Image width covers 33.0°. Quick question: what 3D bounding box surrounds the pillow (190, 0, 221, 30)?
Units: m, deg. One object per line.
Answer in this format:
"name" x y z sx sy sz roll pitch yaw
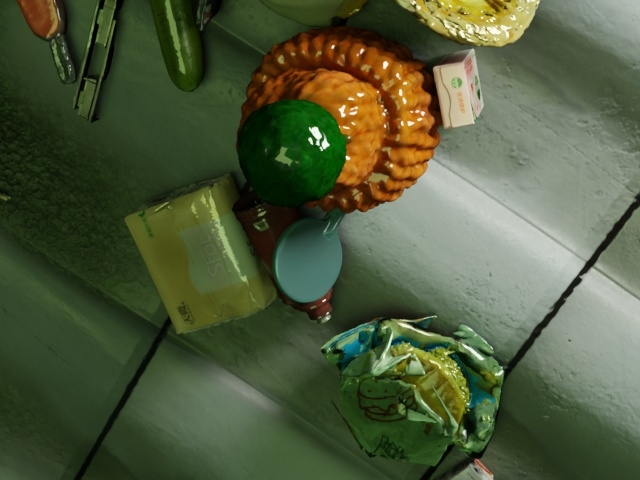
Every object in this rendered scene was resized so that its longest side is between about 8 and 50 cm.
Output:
"pillow" -0.161 -0.385 1.567 0.048 0.090 0.150 12 109 12

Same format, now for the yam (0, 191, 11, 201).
"yam" -0.571 -0.091 1.822 0.107 0.014 0.014 26 113 6

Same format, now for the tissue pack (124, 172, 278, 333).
"tissue pack" -0.184 0.024 1.712 0.186 0.090 0.222 -16 103 22

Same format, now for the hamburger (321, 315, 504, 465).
"hamburger" 0.143 0.246 1.666 0.276 0.150 0.261 -2 109 16

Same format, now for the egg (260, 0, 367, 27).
"egg" -0.031 -0.433 1.469 0.264 0.174 0.286 23 116 11

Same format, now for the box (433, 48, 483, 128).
"box" 0.193 -0.213 1.506 0.043 0.125 0.089 -8 107 17

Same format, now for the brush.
"brush" -0.442 -0.395 1.666 0.070 0.051 0.323 -15 101 13

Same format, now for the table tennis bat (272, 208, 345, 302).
"table tennis bat" 0.000 0.000 1.621 0.033 0.201 0.124 7 152 51

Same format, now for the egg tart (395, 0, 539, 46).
"egg tart" 0.176 -0.347 1.450 0.252 0.232 0.098 8 153 -19

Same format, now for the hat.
"hat" -0.015 -0.123 1.446 0.285 0.400 0.285 12 120 22

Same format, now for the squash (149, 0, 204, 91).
"squash" -0.218 -0.346 1.608 0.066 0.066 0.252 -6 107 17

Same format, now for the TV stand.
"TV stand" -0.337 -0.305 1.671 0.042 0.036 0.249 23 113 9

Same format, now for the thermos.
"thermos" -0.044 0.031 1.661 0.098 0.124 0.232 -20 110 19

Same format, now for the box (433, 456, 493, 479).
"box" 0.186 0.434 1.777 0.055 0.039 0.218 46 114 -4
